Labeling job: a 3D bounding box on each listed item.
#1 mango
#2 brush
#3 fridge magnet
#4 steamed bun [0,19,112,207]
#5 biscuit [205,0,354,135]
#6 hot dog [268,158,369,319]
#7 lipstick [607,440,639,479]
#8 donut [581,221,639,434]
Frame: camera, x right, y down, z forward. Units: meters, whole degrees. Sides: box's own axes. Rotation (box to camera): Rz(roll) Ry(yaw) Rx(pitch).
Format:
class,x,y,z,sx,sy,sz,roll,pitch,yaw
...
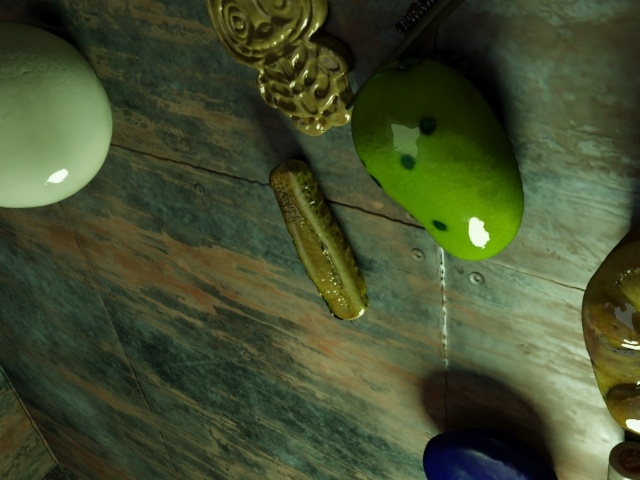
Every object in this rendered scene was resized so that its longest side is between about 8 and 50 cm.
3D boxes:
class,x,y,z,sx,sy,sz,roll,pitch,yaw
mango,0.149,-0.089,0.851,0.175,0.143,0.293,-6,130,45
brush,0.097,-0.237,0.837,0.036,0.043,0.248,60,144,7
fridge magnet,0.300,0.423,1.203,0.265,0.113,0.265,25,138,25
steamed bun,-0.521,-0.212,1.196,0.324,0.324,0.206,60,164,-19
biscuit,-0.056,-0.271,0.946,0.202,0.044,0.288,-7,118,45
hot dog,0.001,0.000,1.125,0.083,0.068,0.289,-15,111,23
lipstick,0.473,0.415,1.072,0.070,0.070,0.254,14,133,34
donut,0.433,0.109,0.760,0.299,0.150,0.317,36,142,11
